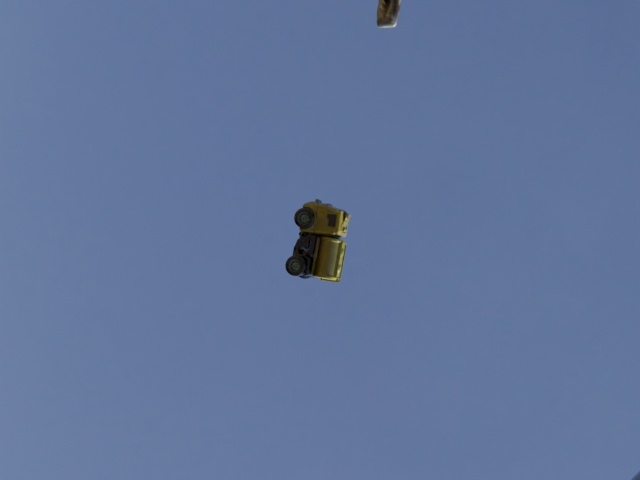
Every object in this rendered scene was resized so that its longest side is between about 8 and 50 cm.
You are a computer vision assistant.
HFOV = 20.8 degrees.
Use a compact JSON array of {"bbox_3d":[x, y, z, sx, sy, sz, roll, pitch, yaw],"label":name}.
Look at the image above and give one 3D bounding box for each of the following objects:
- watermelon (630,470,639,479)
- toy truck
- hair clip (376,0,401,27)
[{"bbox_3d":[0.219,0.202,1.002,0.187,0.141,0.141,-51,-143,7],"label":"watermelon"},{"bbox_3d":[0.000,0.000,1.807,0.049,0.054,0.083,20,79,-75],"label":"toy truck"},{"bbox_3d":[0.061,-0.256,1.372,0.056,0.062,0.214,70,27,-47],"label":"hair clip"}]
